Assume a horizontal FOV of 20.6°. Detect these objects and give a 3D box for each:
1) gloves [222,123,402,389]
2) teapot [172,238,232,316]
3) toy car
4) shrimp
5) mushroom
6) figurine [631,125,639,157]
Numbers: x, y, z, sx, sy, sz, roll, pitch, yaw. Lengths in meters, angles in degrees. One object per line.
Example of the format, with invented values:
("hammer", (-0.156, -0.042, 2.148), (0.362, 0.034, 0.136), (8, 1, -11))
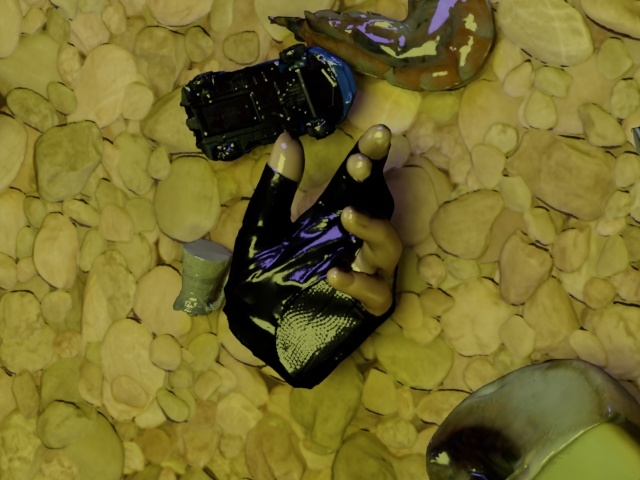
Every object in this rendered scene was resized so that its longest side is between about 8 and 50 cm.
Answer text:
("gloves", (0.002, 0.001, 1.836), (0.197, 0.152, 0.301), (39, 134, 14))
("teapot", (-0.132, 0.048, 1.968), (0.067, 0.057, 0.083), (27, 111, 27))
("toy car", (-0.053, -0.152, 1.904), (0.216, 0.063, 0.103), (-13, 105, 31))
("shrimp", (0.063, -0.244, 1.850), (0.254, 0.059, 0.145), (23, 100, 24))
("mushroom", (0.227, 0.265, 1.763), (0.292, 0.212, 0.217), (-43, 118, 10))
("figurine", (0.392, -0.110, 1.655), (0.192, 0.126, 0.147), (-22, 54, 2))
